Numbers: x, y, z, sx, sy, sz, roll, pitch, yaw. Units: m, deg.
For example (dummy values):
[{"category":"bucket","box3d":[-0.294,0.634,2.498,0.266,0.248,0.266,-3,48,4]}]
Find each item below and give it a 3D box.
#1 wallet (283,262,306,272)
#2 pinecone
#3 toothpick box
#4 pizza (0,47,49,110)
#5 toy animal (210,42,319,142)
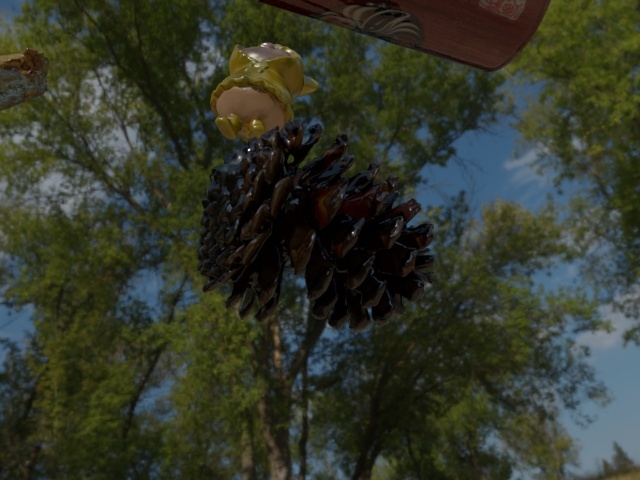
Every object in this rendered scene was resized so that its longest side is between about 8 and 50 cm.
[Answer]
[{"category":"wallet","box3d":[-0.057,0.052,1.111,0.082,0.018,0.156,-24,-8,41]},{"category":"pinecone","box3d":[-0.001,0.001,0.737,0.292,0.246,0.246,25,-43,-12]},{"category":"toothpick box","box3d":[0.102,-0.355,0.804,0.333,0.204,0.204,10,-37,-18]},{"category":"pizza","box3d":[-0.404,-0.163,0.707,0.271,0.134,0.056,-32,-51,-42]},{"category":"toy animal","box3d":[-0.099,-0.242,1.066,0.156,0.230,0.156,11,-47,12]}]
